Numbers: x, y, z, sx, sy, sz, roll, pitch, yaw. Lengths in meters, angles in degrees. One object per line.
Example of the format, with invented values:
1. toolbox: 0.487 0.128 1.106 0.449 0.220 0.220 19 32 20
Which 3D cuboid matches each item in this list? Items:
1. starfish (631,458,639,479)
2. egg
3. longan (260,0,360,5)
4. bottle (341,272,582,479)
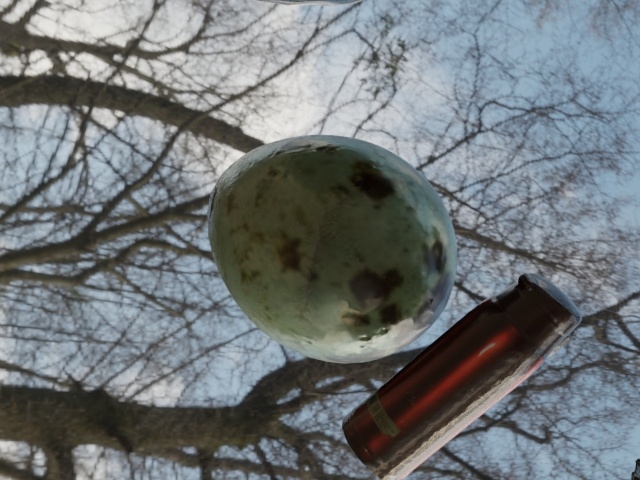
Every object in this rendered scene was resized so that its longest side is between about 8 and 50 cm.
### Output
1. starfish: 0.138 0.124 0.296 0.146 0.190 0.074 -19 -150 14
2. egg: 0.000 0.000 0.627 0.231 0.169 0.169 26 -83 41
3. longan: 0.008 -0.354 0.566 0.336 0.404 0.404 19 -87 4
4. bottle: 0.092 0.087 0.519 0.164 0.060 0.060 -43 -125 13
